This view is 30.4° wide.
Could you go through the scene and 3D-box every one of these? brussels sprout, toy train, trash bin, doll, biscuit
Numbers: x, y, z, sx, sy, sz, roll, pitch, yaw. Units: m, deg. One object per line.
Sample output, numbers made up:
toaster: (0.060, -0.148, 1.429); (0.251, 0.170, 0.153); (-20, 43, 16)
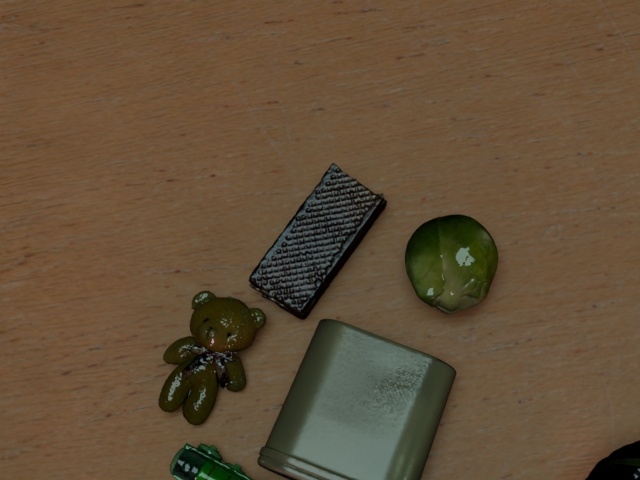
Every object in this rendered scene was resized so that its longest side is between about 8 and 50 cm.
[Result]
brussels sprout: (0.206, 0.034, 1.829); (0.155, 0.117, 0.155); (1, 94, 18)
toy train: (-0.116, 0.382, 1.771); (0.251, 0.119, 0.085); (26, 81, 11)
trash bin: (0.058, 0.270, 1.785); (0.243, 0.121, 0.247); (19, 75, 10)
doll: (-0.176, 0.184, 1.843); (0.137, 0.097, 0.209); (22, 84, 5)
biscuit: (0.000, 0.000, 1.882); (0.106, 0.070, 0.252); (35, 81, 12)

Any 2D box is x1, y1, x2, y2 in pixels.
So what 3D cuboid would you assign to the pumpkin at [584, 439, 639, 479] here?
pumpkin: (0.491, 0.431, 1.652); (0.296, 0.296, 0.295); (-1, 75, 6)
